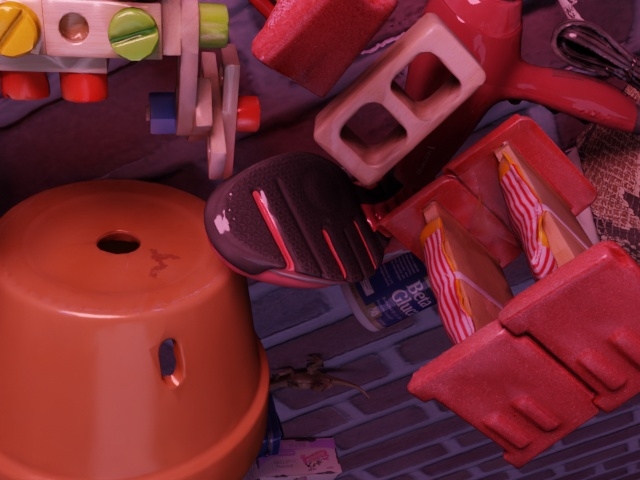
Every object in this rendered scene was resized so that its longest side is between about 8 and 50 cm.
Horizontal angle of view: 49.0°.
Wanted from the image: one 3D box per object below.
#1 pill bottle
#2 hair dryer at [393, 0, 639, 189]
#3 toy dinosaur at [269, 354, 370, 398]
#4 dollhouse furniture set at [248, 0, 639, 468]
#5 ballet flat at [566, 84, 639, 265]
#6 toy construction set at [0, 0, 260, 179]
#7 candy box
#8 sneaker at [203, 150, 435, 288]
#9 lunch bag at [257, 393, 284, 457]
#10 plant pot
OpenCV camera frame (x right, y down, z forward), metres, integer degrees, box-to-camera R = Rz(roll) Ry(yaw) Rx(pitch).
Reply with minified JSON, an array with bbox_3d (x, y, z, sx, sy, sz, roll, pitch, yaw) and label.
[{"bbox_3d":[0.113,0.029,0.798,0.169,0.094,0.094,-29,142,18],"label":"pill bottle"},{"bbox_3d":[0.175,-0.122,0.562,0.293,0.080,0.223,-25,112,31],"label":"hair dryer"},{"bbox_3d":[-0.010,0.206,1.044,0.183,0.053,0.092,1,157,-10],"label":"toy dinosaur"},{"bbox_3d":[0.053,-0.048,0.461,0.374,0.201,0.152,39,114,-23],"label":"dollhouse furniture set"},{"bbox_3d":[0.340,-0.001,0.809,0.182,0.164,0.483,-13,150,24],"label":"ballet flat"},{"bbox_3d":[-0.182,-0.104,0.455,0.327,0.151,0.215,-9,116,-27],"label":"toy construction set"},{"bbox_3d":[-0.079,0.438,1.298,0.165,0.070,0.196,7,139,-28],"label":"candy box"},{"bbox_3d":[0.000,0.001,0.645,0.136,0.116,0.314,-30,167,36],"label":"sneaker"},{"bbox_3d":[-0.091,0.279,1.056,0.065,0.098,0.067,-7,138,-16],"label":"lunch bag"},{"bbox_3d":[-0.180,0.079,0.627,0.291,0.291,0.203,-2,125,-18],"label":"plant pot"}]
